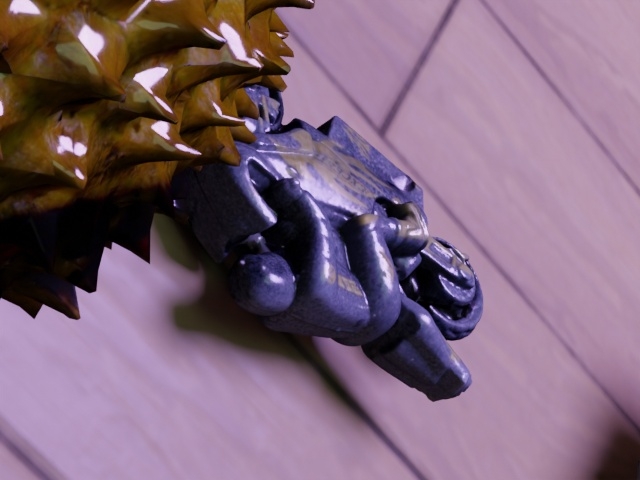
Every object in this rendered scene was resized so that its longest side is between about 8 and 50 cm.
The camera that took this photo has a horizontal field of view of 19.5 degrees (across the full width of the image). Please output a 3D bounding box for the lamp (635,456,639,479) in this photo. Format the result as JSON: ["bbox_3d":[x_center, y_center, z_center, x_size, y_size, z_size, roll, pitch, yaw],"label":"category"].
[{"bbox_3d":[0.241,0.165,0.944,0.198,0.198,0.244,48,55,-20],"label":"lamp"}]

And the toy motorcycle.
[{"bbox_3d":[0.000,0.000,0.844,0.193,0.061,0.124,43,41,-17],"label":"toy motorcycle"}]

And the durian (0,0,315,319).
[{"bbox_3d":[-0.167,-0.112,0.529,0.347,0.347,0.384,54,51,-15],"label":"durian"}]
